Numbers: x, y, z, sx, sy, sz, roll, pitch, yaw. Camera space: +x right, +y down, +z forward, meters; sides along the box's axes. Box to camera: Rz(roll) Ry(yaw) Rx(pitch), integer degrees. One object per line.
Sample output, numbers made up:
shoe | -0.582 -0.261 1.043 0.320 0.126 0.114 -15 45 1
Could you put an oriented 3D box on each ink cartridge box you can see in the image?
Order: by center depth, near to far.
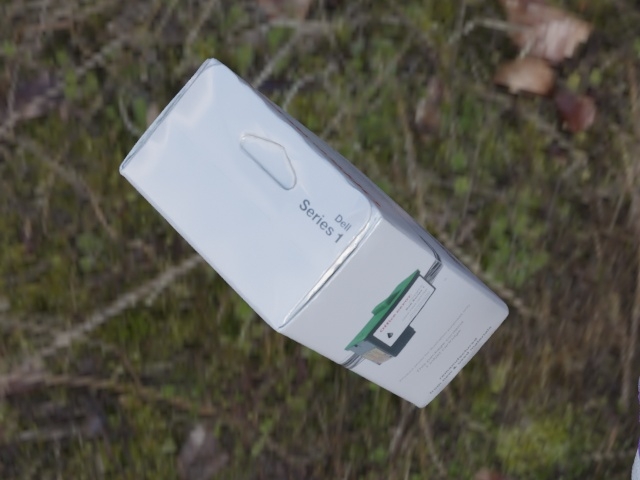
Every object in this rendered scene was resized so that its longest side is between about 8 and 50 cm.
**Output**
ink cartridge box | 0.000 0.000 1.157 0.092 0.219 0.160 -49 60 5

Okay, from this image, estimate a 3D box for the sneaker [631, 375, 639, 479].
sneaker | 0.256 0.050 1.084 0.095 0.104 0.236 17 51 43
